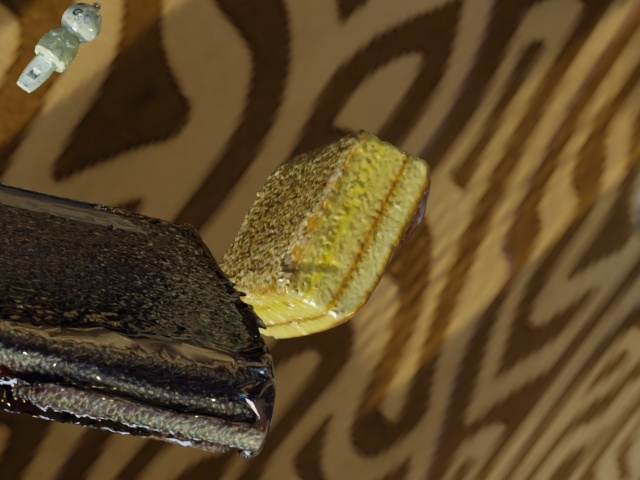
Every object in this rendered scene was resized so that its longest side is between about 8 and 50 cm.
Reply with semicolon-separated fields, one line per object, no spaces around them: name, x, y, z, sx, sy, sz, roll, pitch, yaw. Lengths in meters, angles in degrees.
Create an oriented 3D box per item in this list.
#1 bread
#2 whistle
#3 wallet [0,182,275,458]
bread;0.000;0.000;1.842;0.184;0.110;0.234;-62;-163;-15
whistle;-0.218;-0.164;1.589;0.100;0.035;0.035;-51;155;-17
wallet;-0.156;0.033;1.097;0.221;0.262;0.071;11;112;-20
